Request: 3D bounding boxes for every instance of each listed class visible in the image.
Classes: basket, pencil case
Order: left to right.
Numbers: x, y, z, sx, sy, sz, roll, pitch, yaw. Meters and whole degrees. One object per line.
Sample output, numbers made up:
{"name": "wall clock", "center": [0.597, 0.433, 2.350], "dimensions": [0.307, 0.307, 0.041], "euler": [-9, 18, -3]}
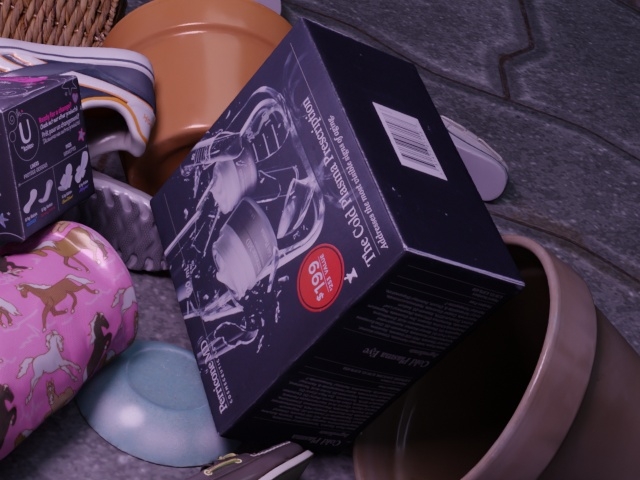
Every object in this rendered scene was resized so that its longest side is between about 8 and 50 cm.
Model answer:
{"name": "pencil case", "center": [-0.330, 0.114, 1.190], "dimensions": [0.160, 0.167, 0.386], "euler": [0, 20, 26]}
{"name": "basket", "center": [-0.382, -0.348, 1.745], "dimensions": [0.223, 0.299, 0.213], "euler": [19, 30, -8]}

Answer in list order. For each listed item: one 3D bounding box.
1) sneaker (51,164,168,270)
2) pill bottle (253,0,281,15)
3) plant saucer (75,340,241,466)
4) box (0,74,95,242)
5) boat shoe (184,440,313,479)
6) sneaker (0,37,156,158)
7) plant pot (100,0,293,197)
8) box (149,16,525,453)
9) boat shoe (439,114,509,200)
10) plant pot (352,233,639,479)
{"name": "sneaker", "center": [-0.281, -0.058, 1.546], "dimensions": [0.281, 0.105, 0.115], "euler": [25, 30, 4]}
{"name": "pill bottle", "center": [-0.186, -0.475, 2.204], "dimensions": [0.181, 0.181, 0.323], "euler": [3, 36, -31]}
{"name": "plant saucer", "center": [-0.166, 0.161, 1.344], "dimensions": [0.195, 0.037, 0.195], "euler": [17, 30, -10]}
{"name": "box", "center": [-0.391, -0.094, 1.324], "dimensions": [0.247, 0.142, 0.163], "euler": [2, 21, 18]}
{"name": "boat shoe", "center": [-0.094, 0.244, 1.214], "dimensions": [0.068, 0.081, 0.228], "euler": [40, 36, 20]}
{"name": "sneaker", "center": [-0.350, -0.155, 1.451], "dimensions": [0.321, 0.126, 0.127], "euler": [-2, 60, -13]}
{"name": "plant pot", "center": [-0.149, -0.151, 1.644], "dimensions": [0.291, 0.291, 0.203], "euler": [11, 48, -21]}
{"name": "box", "center": [0.000, 0.000, 1.355], "dimensions": [0.179, 0.312, 0.343], "euler": [16, 39, -39]}
{"name": "boat shoe", "center": [0.194, -0.163, 2.056], "dimensions": [0.267, 0.096, 0.088], "euler": [28, 26, 5]}
{"name": "plant pot", "center": [0.240, 0.197, 1.338], "dimensions": [0.280, 0.323, 0.323], "euler": [30, 26, -21]}
